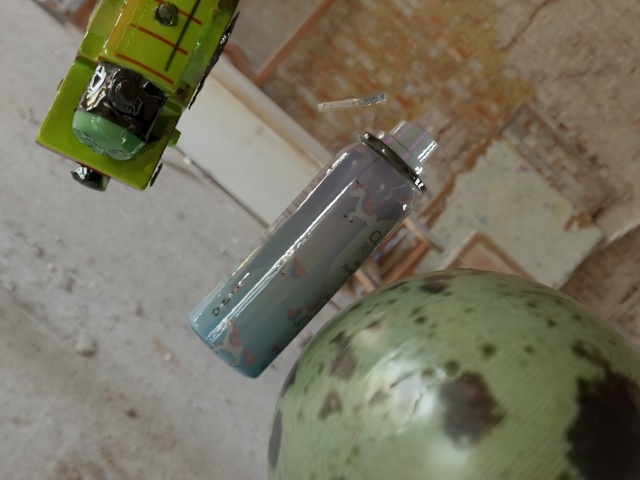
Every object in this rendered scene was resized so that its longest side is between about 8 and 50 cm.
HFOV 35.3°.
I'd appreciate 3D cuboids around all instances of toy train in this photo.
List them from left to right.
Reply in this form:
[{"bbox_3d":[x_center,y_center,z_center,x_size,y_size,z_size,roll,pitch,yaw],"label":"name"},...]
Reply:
[{"bbox_3d":[-0.106,-0.176,0.725,0.101,0.296,0.160,26,-8,-14],"label":"toy train"}]

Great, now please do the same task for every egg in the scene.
[{"bbox_3d":[0.101,0.161,0.748,0.288,0.287,0.379,40,-4,-15],"label":"egg"}]

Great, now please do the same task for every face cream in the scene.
[{"bbox_3d":[0.000,0.000,0.771,0.075,0.229,0.075,42,2,-2],"label":"face cream"}]

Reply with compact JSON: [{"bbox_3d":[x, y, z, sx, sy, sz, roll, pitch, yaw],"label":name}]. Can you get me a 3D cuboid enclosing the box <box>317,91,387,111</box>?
[{"bbox_3d":[0.039,-0.172,1.243,0.083,0.046,0.012,5,-69,54],"label":"box"}]
